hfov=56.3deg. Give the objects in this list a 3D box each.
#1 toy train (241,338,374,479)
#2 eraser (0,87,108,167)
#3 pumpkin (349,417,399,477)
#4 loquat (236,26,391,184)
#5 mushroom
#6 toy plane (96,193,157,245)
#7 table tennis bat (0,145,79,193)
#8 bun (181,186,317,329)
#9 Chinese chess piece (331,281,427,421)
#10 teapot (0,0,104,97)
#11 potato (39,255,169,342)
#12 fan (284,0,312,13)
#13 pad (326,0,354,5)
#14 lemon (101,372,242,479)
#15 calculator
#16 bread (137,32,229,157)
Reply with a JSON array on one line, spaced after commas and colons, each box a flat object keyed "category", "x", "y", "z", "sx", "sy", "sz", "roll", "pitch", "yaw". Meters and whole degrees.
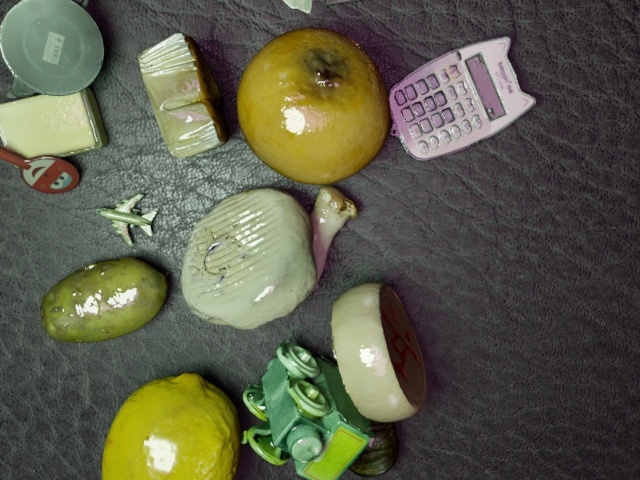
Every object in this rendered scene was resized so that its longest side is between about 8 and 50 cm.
[{"category": "toy train", "x": -0.027, "y": 0.309, "z": 1.089, "sx": 0.188, "sy": 0.271, "sz": 0.159, "roll": 34, "pitch": 100, "yaw": -21}, {"category": "eraser", "x": -0.492, "y": -0.209, "z": 1.099, "sx": 0.172, "sy": 0.058, "sz": 0.117, "roll": -14, "pitch": 102, "yaw": 1}, {"category": "pumpkin", "x": 0.095, "y": 0.392, "z": 1.181, "sx": 0.119, "sy": 0.107, "sz": 0.183, "roll": -14, "pitch": 100, "yaw": -5}, {"category": "loquat", "x": -0.008, "y": -0.224, "z": 1.013, "sx": 0.263, "sy": 0.263, "sz": 0.263, "roll": 0, "pitch": 98, "yaw": -1}, {"category": "mushroom", "x": 0.000, "y": 0.000, "z": 1.140, "sx": 0.084, "sy": 0.071, "sz": 0.209, "roll": 17, "pitch": 103, "yaw": -35}, {"category": "toy plane", "x": -0.369, "y": -0.043, "z": 1.137, "sx": 0.111, "sy": 0.040, "sz": 0.102, "roll": 14, "pitch": 96, "yaw": -2}, {"category": "table tennis bat", "x": -0.516, "y": -0.131, "z": 1.088, "sx": 0.098, "sy": 0.019, "sz": 0.155, "roll": -33, "pitch": 140, "yaw": 27}, {"category": "bun", "x": -0.124, "y": 0.039, "z": 1.081, "sx": 0.273, "sy": 0.168, "sz": 0.272, "roll": -11, "pitch": 64, "yaw": 24}, {"category": "Chinese chess piece", "x": 0.106, "y": 0.200, "z": 1.079, "sx": 0.103, "sy": 0.250, "sz": 0.249, "roll": -19, "pitch": 99, "yaw": 19}, {"category": "teapot", "x": -0.475, "y": -0.348, "z": 1.048, "sx": 0.162, "sy": 0.149, "sz": 0.239, "roll": 31, "pitch": 86, "yaw": -36}, {"category": "potato", "x": -0.402, "y": 0.113, "z": 1.127, "sx": 0.251, "sy": 0.113, "sz": 0.149, "roll": -23, "pitch": 91, "yaw": -6}, {"category": "fan", "x": -0.054, "y": -0.535, "z": 1.088, "sx": 0.131, "sy": 0.009, "sz": 0.240, "roll": -6, "pitch": 99, "yaw": 2}, {"category": "pad", "x": 0.170, "y": -0.581, "z": 1.081, "sx": 0.368, "sy": 0.007, "sz": 0.247, "roll": -10, "pitch": 99, "yaw": -2}, {"category": "lemon", "x": -0.269, "y": 0.390, "z": 1.102, "sx": 0.261, "sy": 0.260, "sz": 0.284, "roll": 33, "pitch": 97, "yaw": -6}, {"category": "calculator", "x": 0.251, "y": -0.259, "z": 1.118, "sx": 0.268, "sy": 0.040, "sz": 0.177, "roll": -24, "pitch": 98, "yaw": 3}, {"category": "bread", "x": -0.226, "y": -0.245, "z": 1.028, "sx": 0.110, "sy": 0.210, "sz": 0.192, "roll": -19, "pitch": 98, "yaw": -3}]
